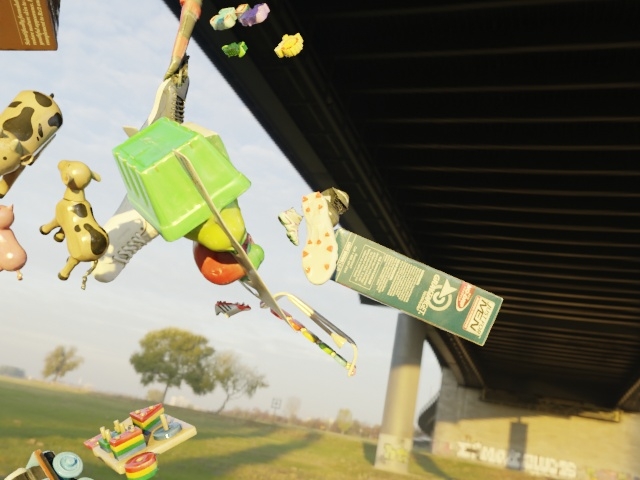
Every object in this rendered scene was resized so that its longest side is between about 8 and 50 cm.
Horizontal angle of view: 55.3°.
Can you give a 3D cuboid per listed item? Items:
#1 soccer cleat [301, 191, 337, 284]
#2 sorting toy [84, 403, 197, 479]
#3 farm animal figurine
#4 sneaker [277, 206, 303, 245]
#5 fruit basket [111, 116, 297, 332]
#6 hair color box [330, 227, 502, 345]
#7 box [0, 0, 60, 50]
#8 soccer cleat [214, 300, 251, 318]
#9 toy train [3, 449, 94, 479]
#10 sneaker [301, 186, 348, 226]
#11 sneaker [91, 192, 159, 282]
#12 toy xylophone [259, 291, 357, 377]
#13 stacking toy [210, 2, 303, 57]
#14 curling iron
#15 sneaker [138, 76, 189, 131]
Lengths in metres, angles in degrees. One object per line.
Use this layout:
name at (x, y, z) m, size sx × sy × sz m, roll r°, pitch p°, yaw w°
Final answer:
soccer cleat at (0.000, 0.000, 1.132) m, size 0.068 × 0.196 × 0.076 m, roll -10°, pitch -32°, yaw 9°
sorting toy at (-0.298, 0.314, 1.004) m, size 0.132 × 0.046 × 0.275 m, roll -20°, pitch 8°, yaw -36°
farm animal figurine at (-0.471, -0.120, 0.950) m, size 0.330 × 0.326 × 0.172 m, roll 28°, pitch -48°, yaw -37°
sneaker at (-0.060, -0.040, 1.570) m, size 0.038 × 0.069 × 0.098 m, roll 16°, pitch -45°, yaw 59°
fruit basket at (-0.180, -0.033, 1.025) m, size 0.327 × 0.165 × 0.353 m, roll 30°, pitch -20°, yaw 55°
hair color box at (0.170, 0.089, 1.242) m, size 0.347 × 0.105 × 0.174 m, roll 23°, pitch -1°, yaw -1°
box at (-0.505, -0.424, 0.948) m, size 0.167 × 0.203 × 0.168 m, roll -4°, pitch -34°, yaw -14°
soccer cleat at (-0.182, 0.145, 1.266) m, size 0.083 × 0.035 × 0.029 m, roll 3°, pitch 0°, yaw 17°
toy train at (-0.352, 0.366, 0.820) m, size 0.184 × 0.080 × 0.105 m, roll 44°, pitch 23°, yaw 23°
sneaker at (0.021, -0.081, 1.421) m, size 0.078 × 0.106 × 0.234 m, roll 58°, pitch -5°, yaw -10°
sneaker at (-0.472, -0.012, 1.539) m, size 0.123 × 0.290 × 0.106 m, roll 25°, pitch -1°, yaw 25°
toy xylophone at (-0.022, 0.234, 1.618) m, size 0.323 × 0.081 × 0.236 m, roll 37°, pitch -3°, yaw 15°
stacking toy at (-0.155, -0.416, 1.145) m, size 0.221 × 0.052 × 0.167 m, roll 9°, pitch -30°, yaw 40°
curling iron at (-0.209, -0.355, 0.962) m, size 0.035 × 0.274 × 0.068 m, roll 15°, pitch -24°, yaw -22°
sneaker at (-0.332, -0.291, 1.466) m, size 0.163 × 0.226 × 0.086 m, roll 22°, pitch -3°, yaw 28°
